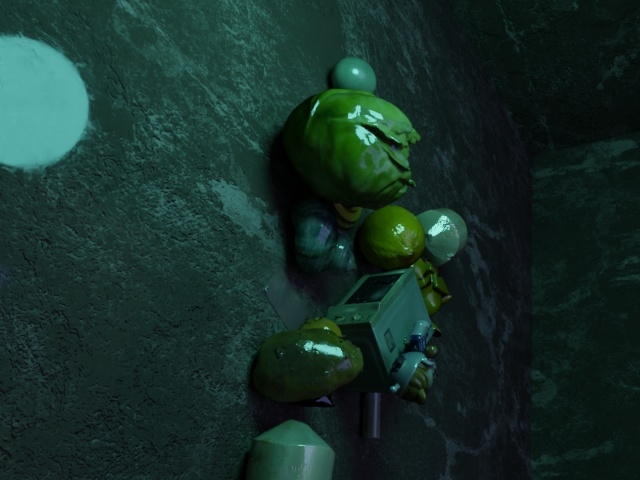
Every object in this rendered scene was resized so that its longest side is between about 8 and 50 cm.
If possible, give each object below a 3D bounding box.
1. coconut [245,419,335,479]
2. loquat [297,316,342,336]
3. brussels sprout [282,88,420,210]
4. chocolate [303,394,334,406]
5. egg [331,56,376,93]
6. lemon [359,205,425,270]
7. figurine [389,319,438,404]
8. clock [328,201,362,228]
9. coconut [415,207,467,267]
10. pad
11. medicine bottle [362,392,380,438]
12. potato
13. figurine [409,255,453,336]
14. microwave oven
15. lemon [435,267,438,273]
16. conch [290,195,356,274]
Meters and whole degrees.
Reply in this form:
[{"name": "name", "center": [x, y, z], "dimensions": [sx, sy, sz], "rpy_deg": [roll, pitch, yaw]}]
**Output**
[{"name": "coconut", "center": [-0.074, 0.565, 1.469], "dimensions": [0.241, 0.241, 0.241], "rpy_deg": [20, 65, -51]}, {"name": "loquat", "center": [-0.007, 0.287, 1.699], "dimensions": [0.141, 0.141, 0.141], "rpy_deg": [20, 65, -51]}, {"name": "brussels sprout", "center": [0.073, -0.289, 1.752], "dimensions": [0.361, 0.425, 0.342], "rpy_deg": [30, 99, -27]}, {"name": "chocolate", "center": [-0.033, 0.419, 1.643], "dimensions": [0.125, 0.149, 0.080], "rpy_deg": [97, -2, -67]}, {"name": "egg", "center": [0.121, -0.573, 2.100], "dimensions": [0.192, 0.149, 0.149], "rpy_deg": [18, 67, -54]}, {"name": "lemon", "center": [0.248, -0.008, 2.052], "dimensions": [0.263, 0.236, 0.235], "rpy_deg": [125, -41, -82]}, {"name": "figurine", "center": [0.280, 0.344, 1.723], "dimensions": [0.194, 0.133, 0.274], "rpy_deg": [107, 1, -60]}, {"name": "clock", "center": [0.091, -0.159, 2.031], "dimensions": [0.237, 0.057, 0.237], "rpy_deg": [20, 65, -50]}, {"name": "coconut", "center": [0.459, -0.013, 2.362], "dimensions": [0.244, 0.239, 0.239], "rpy_deg": [-20, 98, -55]}, {"name": "pad", "center": [-0.098, 0.177, 1.714], "dimensions": [0.187, 0.006, 0.113], "rpy_deg": [61, 38, -24]}, {"name": "medicine bottle", "center": [0.170, 0.535, 1.952], "dimensions": [0.059, 0.059, 0.230], "rpy_deg": [27, 60, -49]}, {"name": "potato", "center": [-0.033, 0.324, 1.556], "dimensions": [0.141, 0.296, 0.191], "rpy_deg": [97, -14, -60]}, {"name": "figurine", "center": [0.382, 0.181, 2.252], "dimensions": [0.218, 0.169, 0.326], "rpy_deg": [-45, 117, -45]}, {"name": "microwave oven", "center": [0.180, 0.286, 1.895], "dimensions": [0.355, 0.219, 0.286], "rpy_deg": [-42, 117, -51]}, {"name": "lemon", "center": [0.462, 0.131, 2.472], "dimensions": [0.083, 0.062, 0.062], "rpy_deg": [44, 47, -50]}, {"name": "conch", "center": [0.000, 0.000, 1.773], "dimensions": [0.277, 0.195, 0.220], "rpy_deg": [42, 30, 2]}]
